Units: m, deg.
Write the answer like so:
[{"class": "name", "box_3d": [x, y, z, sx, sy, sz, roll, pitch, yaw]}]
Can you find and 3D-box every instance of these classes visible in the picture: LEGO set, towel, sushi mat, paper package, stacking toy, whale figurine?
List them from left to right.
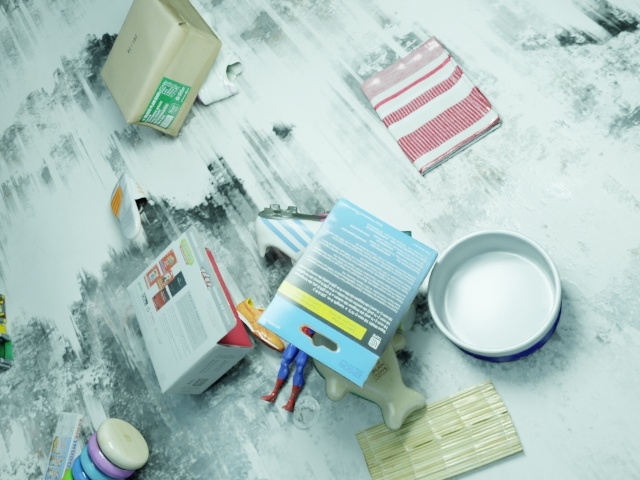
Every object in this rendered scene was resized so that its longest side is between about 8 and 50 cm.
[{"class": "LEGO set", "box_3d": [-1.025, 0.264, 1.787, 0.254, 0.192, 0.332, -20, 62, 14]}, {"class": "stacking toy", "box_3d": [-0.567, 0.580, 1.503, 0.330, 0.141, 0.141, -45, 59, 6]}, {"class": "paper package", "box_3d": [-0.462, -0.520, 1.819, 0.325, 0.168, 0.309, -55, 48, 23]}, {"class": "whale figurine", "box_3d": [0.096, 0.276, 1.355, 0.216, 0.141, 0.272, -36, 75, -23]}, {"class": "towel", "box_3d": [0.269, -0.347, 1.596, 0.237, 0.037, 0.329, -33, 60, 8]}, {"class": "sushi mat", "box_3d": [0.236, 0.410, 1.294, 0.316, 0.019, 0.152, -25, 60, 11]}]

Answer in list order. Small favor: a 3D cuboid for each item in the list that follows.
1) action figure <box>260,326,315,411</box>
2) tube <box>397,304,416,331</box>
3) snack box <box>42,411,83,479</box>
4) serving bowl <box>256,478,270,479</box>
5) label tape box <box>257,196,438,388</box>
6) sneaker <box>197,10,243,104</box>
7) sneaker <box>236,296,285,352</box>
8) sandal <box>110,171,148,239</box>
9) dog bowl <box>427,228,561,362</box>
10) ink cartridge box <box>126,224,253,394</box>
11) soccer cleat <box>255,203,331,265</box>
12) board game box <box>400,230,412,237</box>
[{"class": "action figure", "box_3d": [-0.058, 0.233, 1.423, 0.091, 0.139, 0.281, 17, 77, 26]}, {"class": "tube", "box_3d": [0.100, 0.144, 1.445, 0.240, 0.062, 0.070, 17, 37, 36]}, {"class": "snack box", "box_3d": [-0.657, 0.531, 1.616, 0.064, 0.022, 0.178, 0, 68, 22]}, {"class": "serving bowl", "box_3d": [-0.131, 0.562, 1.378, 0.083, 0.027, 0.084, -9, 66, 20]}, {"class": "label tape box", "box_3d": [0.056, 0.110, 1.293, 0.240, 0.106, 0.334, 31, 65, 8]}, {"class": "sneaker", "box_3d": [-0.303, -0.550, 1.894, 0.152, 0.114, 0.305, -10, 73, 11]}, {"class": "sneaker", "box_3d": [-0.139, 0.199, 1.519, 0.067, 0.064, 0.175, -42, 61, -10]}, {"class": "sandal", "box_3d": [-0.530, -0.087, 1.797, 0.102, 0.076, 0.265, -51, 44, 23]}, {"class": "dog bowl", "box_3d": [0.362, 0.116, 1.318, 0.264, 0.104, 0.265, -9, 65, 19]}, {"class": "ink cartridge box", "box_3d": [-0.298, 0.165, 1.522, 0.272, 0.130, 0.310, -42, 58, 21]}, {"class": "soccer cleat", "box_3d": [0.000, 0.000, 1.532, 0.331, 0.116, 0.143, 8, 105, 16]}, {"class": "board game box", "box_3d": [0.113, 0.041, 1.435, 0.186, 0.026, 0.126, 0, 99, 3]}]
